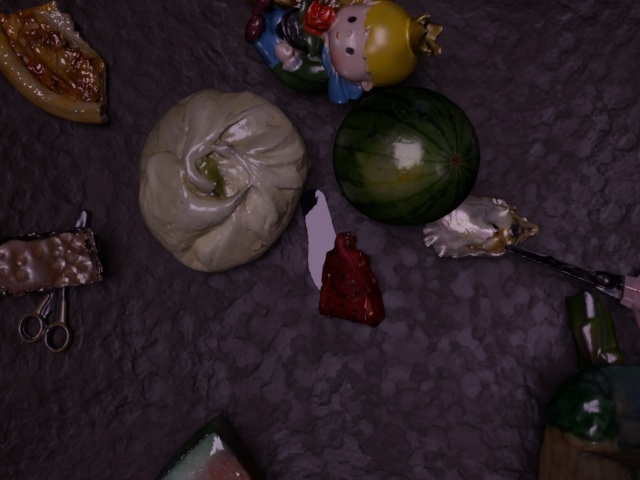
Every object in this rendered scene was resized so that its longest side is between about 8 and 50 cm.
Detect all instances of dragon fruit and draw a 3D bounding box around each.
[{"bbox_3d":[0.047,0.053,1.048,0.097,0.063,0.131,5,86,5],"label":"dragon fruit"}]

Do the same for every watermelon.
[{"bbox_3d":[-0.126,0.400,1.029,0.257,0.140,0.193,44,88,-1],"label":"watermelon"},{"bbox_3d":[0.106,-0.113,1.001,0.188,0.215,0.188,-9,105,-33],"label":"watermelon"}]

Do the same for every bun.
[{"bbox_3d":[-0.145,-0.093,1.041,0.259,0.160,0.259,-1,85,11],"label":"bun"}]

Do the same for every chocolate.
[{"bbox_3d":[-0.473,0.037,1.117,0.329,0.065,0.102,-7,97,13],"label":"chocolate"}]

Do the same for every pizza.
[{"bbox_3d":[-0.415,-0.275,1.141,0.134,0.056,0.271,-39,83,12],"label":"pizza"}]

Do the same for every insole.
[{"bbox_3d":[0.000,0.000,1.091,0.053,0.002,0.152,-14,84,6],"label":"insole"}]

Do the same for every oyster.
[{"bbox_3d":[0.212,-0.025,1.043,0.146,0.045,0.121,-32,85,12],"label":"oyster"}]

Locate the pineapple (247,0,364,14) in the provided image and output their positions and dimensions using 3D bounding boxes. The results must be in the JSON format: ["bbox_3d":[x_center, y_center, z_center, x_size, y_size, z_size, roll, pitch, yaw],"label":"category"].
[{"bbox_3d":[0.010,-0.383,1.080,0.233,0.079,0.135,19,86,8],"label":"pineapple"}]

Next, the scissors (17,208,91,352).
[{"bbox_3d":[-0.389,0.058,1.134,0.088,0.017,0.220,18,88,11],"label":"scissors"}]

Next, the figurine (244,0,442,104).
[{"bbox_3d":[0.027,-0.270,0.982,0.234,0.185,0.127,7,63,47],"label":"figurine"}]

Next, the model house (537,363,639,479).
[{"bbox_3d":[0.469,0.305,0.791,0.382,0.342,0.334,4,88,-10],"label":"model house"}]

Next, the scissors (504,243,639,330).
[{"bbox_3d":[0.393,0.063,0.975,0.317,0.160,0.024,21,131,11],"label":"scissors"}]

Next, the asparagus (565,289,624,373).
[{"bbox_3d":[0.375,0.209,0.991,0.080,0.080,0.287,-4,82,7],"label":"asparagus"}]
